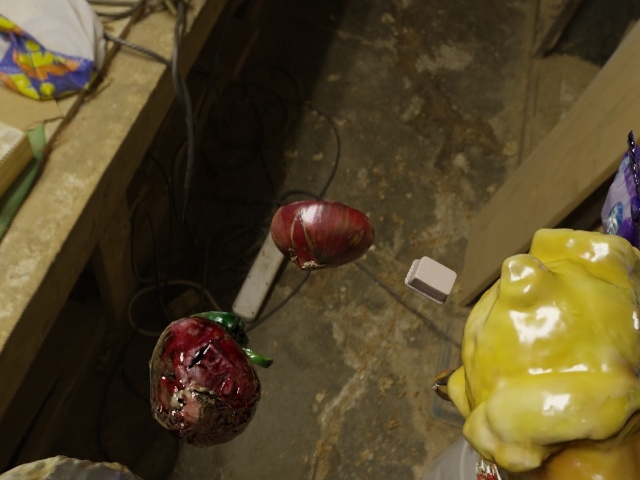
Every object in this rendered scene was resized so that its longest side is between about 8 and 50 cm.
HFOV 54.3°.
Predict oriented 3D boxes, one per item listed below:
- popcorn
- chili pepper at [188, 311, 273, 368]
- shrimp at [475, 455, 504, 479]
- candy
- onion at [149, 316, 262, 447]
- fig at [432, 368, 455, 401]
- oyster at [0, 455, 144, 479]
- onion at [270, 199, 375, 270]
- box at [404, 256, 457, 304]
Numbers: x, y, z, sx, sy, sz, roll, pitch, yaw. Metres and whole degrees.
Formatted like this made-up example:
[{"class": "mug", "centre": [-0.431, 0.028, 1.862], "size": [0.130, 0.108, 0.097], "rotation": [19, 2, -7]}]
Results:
[{"class": "popcorn", "centre": [0.245, 0.147, 0.620], "size": [0.297, 0.281, 0.315], "rotation": [-16, 96, -47]}, {"class": "chili pepper", "centre": [-0.246, 0.262, 1.558], "size": [0.261, 0.174, 0.165], "rotation": [-1, 94, 25]}, {"class": "shrimp", "centre": [0.288, 0.474, 1.032], "size": [0.062, 0.154, 0.294], "rotation": [-22, 35, 18]}, {"class": "candy", "centre": [0.417, -0.004, 0.839], "size": [0.070, 0.275, 0.145], "rotation": [-2, 49, 20]}, {"class": "onion", "centre": [-0.243, 0.285, 1.292], "size": [0.221, 0.281, 0.281], "rotation": [-22, 63, 6]}, {"class": "fig", "centre": [0.324, 0.380, 1.645], "size": [0.125, 0.089, 0.088], "rotation": [15, 52, -38]}, {"class": "oyster", "centre": [-0.200, 0.312, 0.647], "size": [0.341, 0.110, 0.166], "rotation": [30, 15, -1]}, {"class": "onion", "centre": [0.003, -0.009, 1.472], "size": [0.248, 0.248, 0.161], "rotation": [1, 90, -11]}, {"class": "box", "centre": [0.295, 0.101, 1.648], "size": [0.122, 0.062, 0.089], "rotation": [29, 63, 0]}]
